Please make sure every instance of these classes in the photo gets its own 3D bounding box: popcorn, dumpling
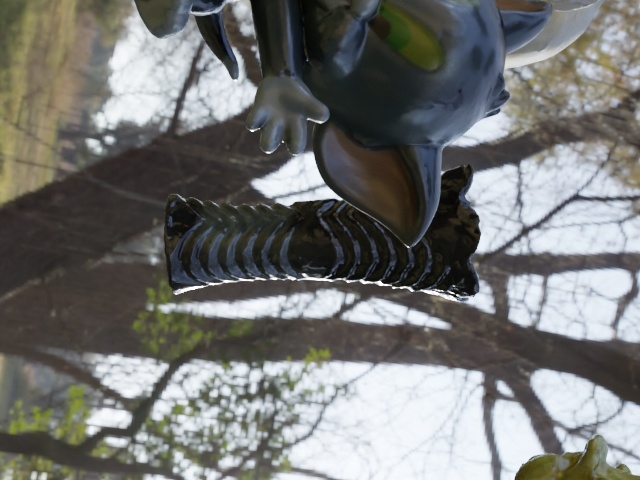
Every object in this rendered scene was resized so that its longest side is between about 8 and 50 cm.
[{"bbox_3d":[0.350,0.389,1.287,0.256,0.195,0.254,-32,-107,60],"label":"popcorn"},{"bbox_3d":[0.265,-0.322,1.321,0.260,0.341,0.181,8,-93,63],"label":"dumpling"}]

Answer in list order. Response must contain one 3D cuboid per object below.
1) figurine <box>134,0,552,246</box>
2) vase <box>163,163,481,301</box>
[{"bbox_3d":[-0.010,-0.126,0.581,0.140,0.265,0.193,79,30,-68],"label":"figurine"},{"bbox_3d":[0.000,0.000,0.774,0.115,0.238,0.115,178,-90,-89],"label":"vase"}]
